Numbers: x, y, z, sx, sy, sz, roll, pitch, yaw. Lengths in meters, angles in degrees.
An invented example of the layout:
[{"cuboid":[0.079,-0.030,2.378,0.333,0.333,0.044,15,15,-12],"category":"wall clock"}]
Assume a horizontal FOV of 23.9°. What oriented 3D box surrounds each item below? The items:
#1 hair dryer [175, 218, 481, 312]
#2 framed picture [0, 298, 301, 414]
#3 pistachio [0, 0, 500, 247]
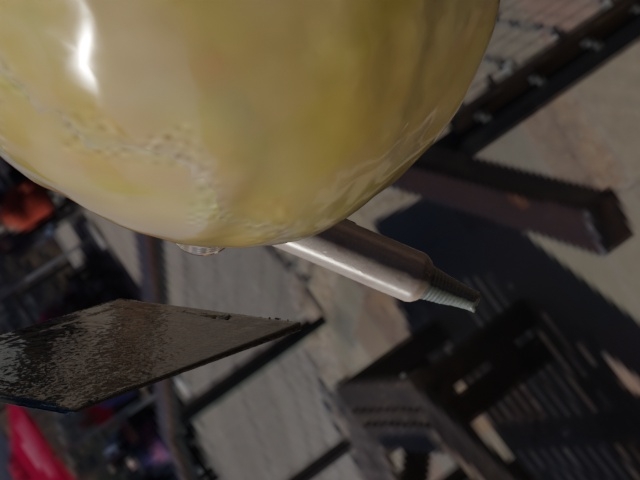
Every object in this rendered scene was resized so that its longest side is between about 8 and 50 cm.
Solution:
[{"cuboid":[0.004,-0.001,0.961,0.220,0.053,0.195,22,167,1],"category":"hair dryer"},{"cuboid":[-0.217,0.108,1.478,0.255,0.339,0.014,5,103,34],"category":"framed picture"},{"cuboid":[-0.044,-0.109,0.392,0.162,0.182,0.293,-93,-12,-47],"category":"pistachio"}]
